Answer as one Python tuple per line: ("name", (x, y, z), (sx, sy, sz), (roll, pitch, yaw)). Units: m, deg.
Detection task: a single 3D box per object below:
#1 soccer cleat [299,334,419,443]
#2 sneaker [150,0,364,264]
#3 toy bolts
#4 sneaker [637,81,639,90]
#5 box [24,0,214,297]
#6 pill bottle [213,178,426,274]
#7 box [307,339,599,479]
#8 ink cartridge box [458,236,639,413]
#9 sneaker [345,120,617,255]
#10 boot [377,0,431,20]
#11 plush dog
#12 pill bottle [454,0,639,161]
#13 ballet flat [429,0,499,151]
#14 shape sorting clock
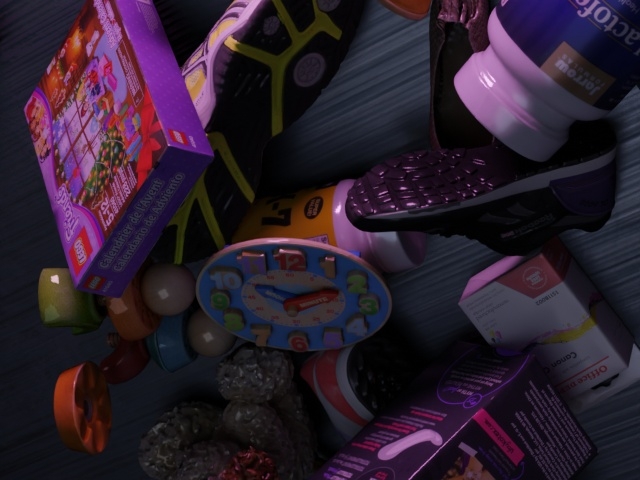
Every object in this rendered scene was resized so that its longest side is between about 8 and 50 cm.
("soccer cleat", (0.099, 0.237, 1.946), (0.116, 0.108, 0.318), (-11, 122, 52))
("sneaker", (-0.099, -0.167, 1.781), (0.145, 0.147, 0.384), (23, 107, -43))
("toy bolts", (-0.186, 0.122, 1.891), (0.159, 0.228, 0.218), (-7, 82, 16))
("sneaker", (0.374, -0.051, 1.713), (0.122, 0.110, 0.283), (-26, 104, 29))
("box", (-0.216, -0.113, 1.777), (0.057, 0.293, 0.201), (14, 125, -34))
("pill bottle", (0.000, 0.000, 1.843), (0.209, 0.119, 0.119), (-12, 110, 21))
("box", (0.127, 0.248, 1.793), (0.143, 0.270, 0.165), (56, 159, -18))
("ink cartridge box", (0.255, 0.103, 1.841), (0.115, 0.067, 0.198), (-34, 101, 27))
("sneaker", (0.169, -0.026, 1.742), (0.283, 0.107, 0.124), (-12, 123, -6))
("boot", (0.073, -0.380, 1.655), (0.211, 0.104, 0.295), (-35, 96, 28))
("plush dog", (-0.095, 0.272, 1.917), (0.210, 0.225, 0.262), (42, 131, -7))
("pill bottle", (0.256, -0.211, 1.637), (0.153, 0.153, 0.264), (39, 114, -3))
("ballet flat", (0.147, -0.147, 1.764), (0.084, 0.058, 0.249), (4, 115, 16))
("shape sorting clock", (-0.028, 0.061, 1.794), (0.206, 0.040, 0.206), (4, 141, 3))
